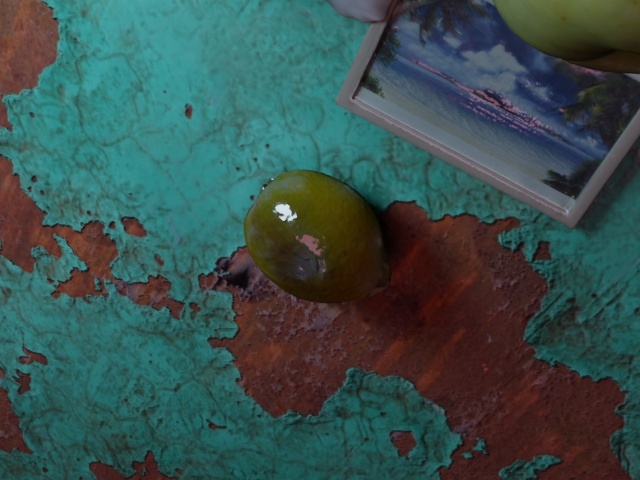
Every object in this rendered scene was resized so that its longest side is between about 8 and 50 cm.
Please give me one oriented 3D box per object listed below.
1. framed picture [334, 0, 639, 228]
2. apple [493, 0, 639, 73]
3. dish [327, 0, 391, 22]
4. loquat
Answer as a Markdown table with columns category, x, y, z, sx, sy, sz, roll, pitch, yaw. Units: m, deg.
| category | x | y | z | sx | sy | sz | roll | pitch | yaw |
| --- | --- | --- | --- | --- | --- | --- | --- | --- | --- |
| framed picture | 0.196 | -0.171 | 1.061 | 0.315 | 0.024 | 0.232 | 28 | 127 | 3 |
| apple | 0.291 | -0.293 | 0.759 | 0.357 | 0.357 | 0.357 | 10 | 123 | 15 |
| dish | 0.034 | -0.294 | 1.023 | 0.091 | 0.039 | 0.137 | 27 | 126 | 24 |
| loquat | 0.000 | 0.000 | 1.169 | 0.195 | 0.152 | 0.152 | 41 | 126 | 4 |
